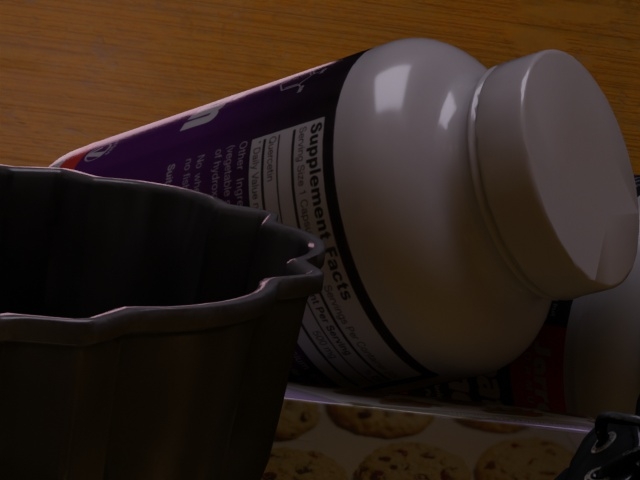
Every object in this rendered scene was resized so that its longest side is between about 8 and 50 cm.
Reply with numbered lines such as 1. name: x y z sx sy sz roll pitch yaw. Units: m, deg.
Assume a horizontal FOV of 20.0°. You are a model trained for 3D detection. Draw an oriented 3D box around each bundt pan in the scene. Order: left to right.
1. bundt pan: -0.163 0.051 0.715 0.330 0.124 0.331 4 11 -1

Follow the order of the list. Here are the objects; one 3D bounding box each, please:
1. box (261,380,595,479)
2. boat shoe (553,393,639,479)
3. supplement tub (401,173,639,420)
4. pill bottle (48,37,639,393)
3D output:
1. box: -0.019 0.104 0.902 0.324 0.067 0.063 8 2 -5
2. boat shoe: 0.149 0.106 0.724 0.127 0.113 0.340 8 3 24
3. supplement tub: 0.167 0.054 1.087 0.191 0.191 0.272 5 3 -41
4. pill bottle: 0.000 0.000 0.988 0.323 0.182 0.181 -16 -10 32
